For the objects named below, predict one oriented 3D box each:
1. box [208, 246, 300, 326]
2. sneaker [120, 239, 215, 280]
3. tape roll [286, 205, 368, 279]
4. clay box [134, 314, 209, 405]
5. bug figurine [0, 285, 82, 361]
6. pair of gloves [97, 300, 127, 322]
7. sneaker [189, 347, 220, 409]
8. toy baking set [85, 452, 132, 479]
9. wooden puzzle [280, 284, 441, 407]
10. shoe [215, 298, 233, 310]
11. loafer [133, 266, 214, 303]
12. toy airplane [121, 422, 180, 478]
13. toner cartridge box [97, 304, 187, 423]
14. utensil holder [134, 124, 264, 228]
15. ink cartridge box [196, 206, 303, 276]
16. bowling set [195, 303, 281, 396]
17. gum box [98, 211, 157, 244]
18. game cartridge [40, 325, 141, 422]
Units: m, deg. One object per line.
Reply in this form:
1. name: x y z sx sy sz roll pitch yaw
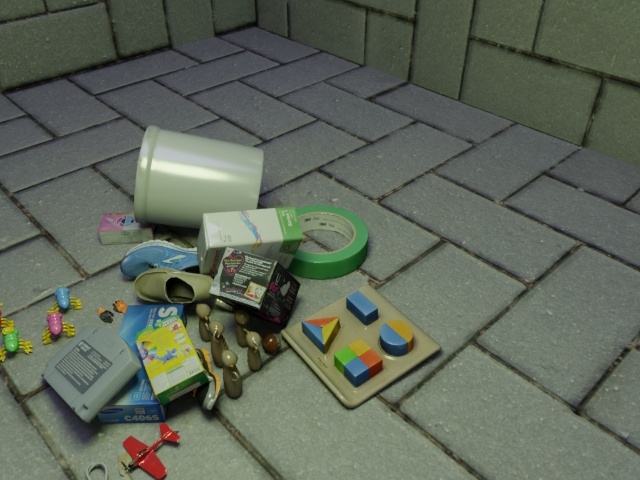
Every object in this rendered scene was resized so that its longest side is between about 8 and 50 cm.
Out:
1. box: -0.176 0.132 1.613 0.163 0.247 0.142 15 75 18
2. sneaker: -0.459 0.088 1.792 0.330 0.130 0.147 0 35 0
3. tape roll: 0.000 0.000 1.952 0.321 0.077 0.321 0 38 0
4. clay box: -0.379 0.292 1.451 0.127 0.053 0.222 -25 43 -14
5. bug figurine: -0.828 0.227 1.654 0.279 0.072 0.216 -19 42 -24
6. pair of gloves: -0.619 0.211 1.725 0.083 0.010 0.074 -30 47 -32
7. sneaker: -0.317 0.352 1.469 0.083 0.084 0.215 18 16 -33
8. toy baking set: -0.482 0.573 1.240 0.197 0.030 0.256 26 44 29
9. wooden puzzle: 0.112 0.263 1.606 0.348 0.080 0.322 -23 43 -28
10. shoe: -0.277 0.126 1.785 0.058 0.076 0.219 6 40 0
11. loafer: -0.439 0.133 1.684 0.268 0.102 0.092 -1 4 19
12. toy airplane: -0.391 0.486 1.348 0.151 0.028 0.151 1 34 -1
13. toner cartridge box: -0.467 0.316 1.537 0.165 0.075 0.348 -2 38 -1
14. utensil holder: -0.405 -0.193 1.954 0.385 0.327 0.327 9 37 -10
15. ink cartridge box: -0.216 0.006 1.708 0.278 0.201 0.117 -5 63 -21
16. bowling set: -0.211 0.255 1.554 0.200 0.154 0.287 -20 42 -24
17. gum box: -0.665 -0.046 2.016 0.188 0.062 0.107 -3 38 -5
18. game cartridge: -0.574 0.319 1.451 0.294 0.060 0.196 15 59 47
